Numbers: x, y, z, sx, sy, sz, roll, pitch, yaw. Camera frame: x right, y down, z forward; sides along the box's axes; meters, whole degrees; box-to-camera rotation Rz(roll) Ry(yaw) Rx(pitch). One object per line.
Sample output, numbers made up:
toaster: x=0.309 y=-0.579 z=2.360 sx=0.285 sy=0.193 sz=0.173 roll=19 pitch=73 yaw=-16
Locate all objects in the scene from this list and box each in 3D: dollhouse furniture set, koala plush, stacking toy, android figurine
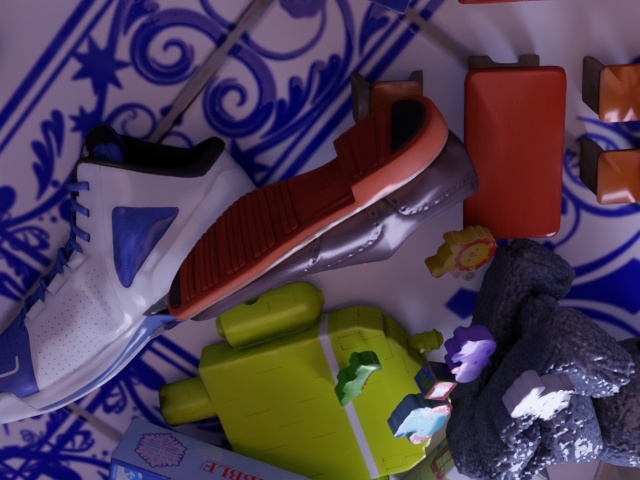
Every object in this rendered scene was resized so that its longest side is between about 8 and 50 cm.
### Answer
dollhouse furniture set: x=0.157 y=-0.119 z=0.987 sx=0.262 sy=0.135 sz=0.259 roll=-3 pitch=115 yaw=1
koala plush: x=0.243 y=0.140 z=1.084 sx=0.221 sy=0.196 sz=0.203 roll=16 pitch=113 yaw=-16
stacking toy: x=0.102 y=0.120 z=1.010 sx=0.052 sy=0.167 sz=0.221 roll=10 pitch=130 yaw=-34
android figurine: x=-0.006 y=0.155 z=1.156 sx=0.272 sy=0.056 sz=0.248 roll=-18 pitch=113 yaw=8

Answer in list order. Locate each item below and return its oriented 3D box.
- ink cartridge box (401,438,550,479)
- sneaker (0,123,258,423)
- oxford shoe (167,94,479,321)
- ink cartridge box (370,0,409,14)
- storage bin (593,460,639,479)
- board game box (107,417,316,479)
ink cartridge box: x=0.150 y=0.238 z=1.197 sx=0.088 sy=0.052 sz=0.122 roll=38 pitch=111 yaw=-17
sneaker: x=-0.185 y=0.004 z=1.059 sx=0.315 sy=0.127 sz=0.182 roll=-31 pitch=108 yaw=6
oxford shoe: x=0.000 y=0.000 z=0.959 sx=0.271 sy=0.097 sz=0.098 roll=-31 pitch=127 yaw=19
ink cartridge box: x=0.073 y=-0.335 z=0.859 sx=0.165 sy=0.065 sz=0.333 roll=15 pitch=102 yaw=-32
storage bin: x=0.383 y=0.371 z=1.223 sx=0.262 sy=0.123 sz=0.260 roll=11 pitch=115 yaw=-6
board game box: x=-0.065 y=0.355 z=1.184 sx=0.318 sy=0.066 sz=0.319 roll=17 pitch=123 yaw=6
